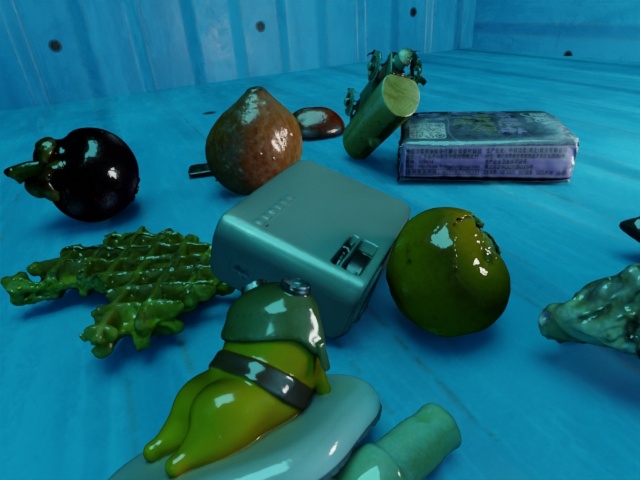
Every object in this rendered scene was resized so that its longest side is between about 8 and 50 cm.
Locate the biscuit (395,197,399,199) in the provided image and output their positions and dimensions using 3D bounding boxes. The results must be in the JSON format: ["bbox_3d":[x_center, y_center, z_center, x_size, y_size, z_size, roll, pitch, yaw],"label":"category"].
[{"bbox_3d":[0.121,-0.049,0.824,0.071,0.018,0.147,-2,30,9],"label":"biscuit"}]

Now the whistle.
[{"bbox_3d":[0.013,0.205,0.332,0.258,0.067,0.126,-21,29,-33],"label":"whistle"}]

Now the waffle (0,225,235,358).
[{"bbox_3d":[-0.269,0.057,0.637,0.293,0.069,0.260,18,32,34],"label":"waffle"}]

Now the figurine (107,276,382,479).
[{"bbox_3d":[-0.068,0.114,0.364,0.250,0.141,0.167,-15,6,-44],"label":"figurine"}]

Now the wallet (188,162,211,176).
[{"bbox_3d":[-0.255,-0.187,1.121,0.157,0.018,0.082,-8,29,-6],"label":"wallet"}]

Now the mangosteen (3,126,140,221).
[{"bbox_3d":[-0.480,-0.136,0.868,0.231,0.194,0.194,11,17,-36],"label":"mangosteen"}]

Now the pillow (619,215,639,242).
[{"bbox_3d":[0.576,0.000,0.587,0.250,0.106,0.186,-11,29,-3],"label":"pillow"}]

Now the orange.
[{"bbox_3d":[0.150,0.038,0.532,0.134,0.156,0.156,-20,14,41],"label":"orange"}]

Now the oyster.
[{"bbox_3d":[0.392,0.016,0.459,0.351,0.114,0.238,-33,-1,4],"label":"oyster"}]

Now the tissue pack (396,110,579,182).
[{"bbox_3d":[0.359,-0.223,1.011,0.362,0.122,0.259,2,31,8],"label":"tissue pack"}]

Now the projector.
[{"bbox_3d":[0.000,0.000,0.620,0.198,0.108,0.250,25,35,12],"label":"projector"}]

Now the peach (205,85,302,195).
[{"bbox_3d":[-0.142,-0.219,0.953,0.233,0.232,0.232,-3,29,2],"label":"peach"}]

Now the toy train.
[{"bbox_3d":[0.147,-0.308,1.026,0.127,0.189,0.307,-4,-10,-18],"label":"toy train"}]

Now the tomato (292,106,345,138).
[{"bbox_3d":[-0.023,-0.365,1.345,0.174,0.082,0.166,-22,34,-33],"label":"tomato"}]
